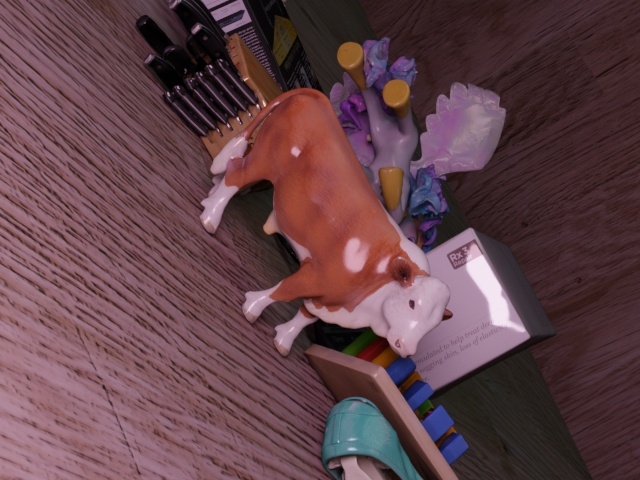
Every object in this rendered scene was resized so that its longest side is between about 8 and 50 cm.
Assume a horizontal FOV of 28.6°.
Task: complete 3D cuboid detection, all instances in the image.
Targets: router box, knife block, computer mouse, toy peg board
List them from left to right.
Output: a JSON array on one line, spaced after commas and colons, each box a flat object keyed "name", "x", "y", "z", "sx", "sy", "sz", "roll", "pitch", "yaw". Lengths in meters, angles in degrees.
[{"name": "knife block", "x": -0.106, "y": -0.177, "z": 1.460, "sx": 0.242, "sy": 0.088, "sz": 0.275, "roll": 61, "pitch": 12, "yaw": 1}, {"name": "router box", "x": -0.084, "y": -0.260, "z": 1.704, "sx": 0.309, "sy": 0.081, "sz": 0.243, "roll": -77, "pitch": 143, "yaw": -73}, {"name": "computer mouse", "x": 0.000, "y": 0.072, "z": 1.448, "sx": 0.071, "sy": 0.041, "sz": 0.242, "roll": 3, "pitch": 45, "yaw": -34}, {"name": "toy peg board", "x": 0.085, "y": 0.163, "z": 1.301, "sx": 0.161, "sy": 0.079, "sz": 0.160, "roll": 56, "pitch": -19, "yaw": -18}]

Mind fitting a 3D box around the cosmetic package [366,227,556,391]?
[{"name": "cosmetic package", "x": 0.166, "y": 0.107, "z": 1.624, "sx": 0.156, "sy": 0.217, "sz": 0.385, "roll": 62, "pitch": 14, "yaw": 9}]

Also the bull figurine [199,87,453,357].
[{"name": "bull figurine", "x": 0.000, "y": 0.000, "z": 1.239, "sx": 0.310, "sy": 0.188, "sz": 0.101, "roll": 65, "pitch": 14, "yaw": 23}]

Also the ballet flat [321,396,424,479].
[{"name": "ballet flat", "x": 0.073, "y": 0.265, "z": 1.229, "sx": 0.247, "sy": 0.083, "sz": 0.087, "roll": 55, "pitch": 37, "yaw": -24}]

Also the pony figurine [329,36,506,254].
[{"name": "pony figurine", "x": 0.108, "y": -0.142, "z": 1.911, "sx": 0.363, "sy": 0.302, "sz": 0.351, "roll": 59, "pitch": 37, "yaw": -60}]

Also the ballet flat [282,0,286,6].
[{"name": "ballet flat", "x": -0.114, "y": -0.471, "z": 1.887, "sx": 0.147, "sy": 0.147, "sz": 0.409, "roll": -104, "pitch": 170, "yaw": -52}]
